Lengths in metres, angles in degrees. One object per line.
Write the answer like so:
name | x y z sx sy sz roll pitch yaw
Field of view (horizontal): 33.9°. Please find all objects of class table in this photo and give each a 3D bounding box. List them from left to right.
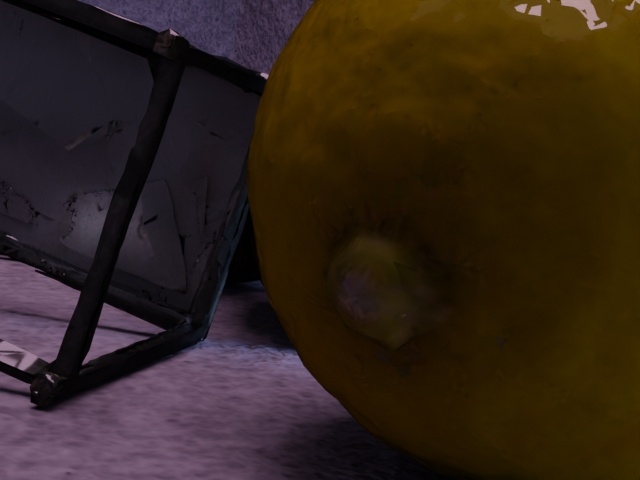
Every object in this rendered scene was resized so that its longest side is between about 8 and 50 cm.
table | -0.235 -0.075 0.718 0.334 0.222 0.272 21 6 10

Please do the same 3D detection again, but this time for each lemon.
lemon | 0.126 -0.027 0.534 0.364 0.364 0.364 7 4 -1

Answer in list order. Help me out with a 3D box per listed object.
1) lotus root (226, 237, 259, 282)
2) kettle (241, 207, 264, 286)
lotus root | -0.101 0.003 1.159 0.329 0.167 0.078 3 49 -45
kettle | -0.003 -0.049 0.988 0.321 0.228 0.324 37 -6 -10
